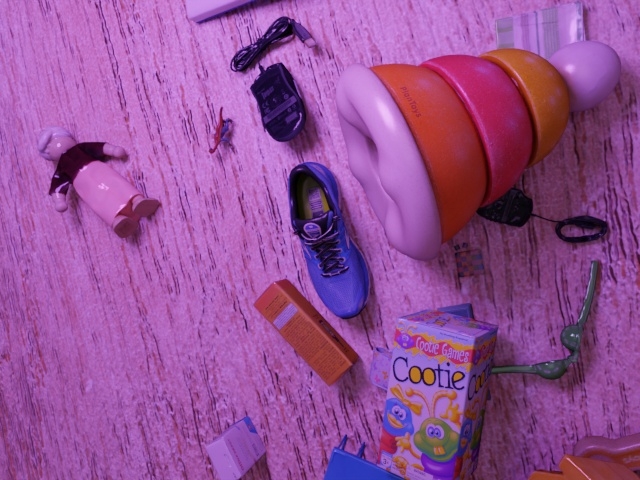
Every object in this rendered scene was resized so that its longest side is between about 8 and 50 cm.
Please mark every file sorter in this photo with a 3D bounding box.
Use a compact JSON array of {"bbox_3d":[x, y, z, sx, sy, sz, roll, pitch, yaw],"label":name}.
[{"bbox_3d":[0.100,0.476,0.952,0.171,0.104,0.118,18,96,16],"label":"file sorter"}]

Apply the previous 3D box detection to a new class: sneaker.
[{"bbox_3d":[0.000,0.000,0.956,0.130,0.147,0.329,-20,86,16],"label":"sneaker"}]

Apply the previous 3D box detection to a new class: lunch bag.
[{"bbox_3d":[0.138,0.257,0.966,0.083,0.053,0.070,13,95,41],"label":"lunch bag"}]

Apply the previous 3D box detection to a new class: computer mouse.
[{"bbox_3d":[-0.067,-0.339,1.021,0.184,0.060,0.261,-36,69,18],"label":"computer mouse"},{"bbox_3d":[0.401,-0.049,0.899,0.242,0.041,0.071,18,104,9],"label":"computer mouse"}]

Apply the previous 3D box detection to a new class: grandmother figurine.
[{"bbox_3d":[-0.552,-0.151,1.147,0.342,0.104,0.208,42,74,15],"label":"grandmother figurine"}]

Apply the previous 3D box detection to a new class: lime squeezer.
[{"bbox_3d":[0.427,0.181,0.886,0.310,0.059,0.110,-46,52,9],"label":"lime squeezer"}]

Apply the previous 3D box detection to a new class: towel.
[{"bbox_3d":[0.407,-0.373,0.897,0.152,0.023,0.113,-5,88,16],"label":"towel"}]

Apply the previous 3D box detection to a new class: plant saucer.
[{"bbox_3d":[0.280,0.222,0.943,0.067,0.018,0.191,-12,86,16],"label":"plant saucer"}]

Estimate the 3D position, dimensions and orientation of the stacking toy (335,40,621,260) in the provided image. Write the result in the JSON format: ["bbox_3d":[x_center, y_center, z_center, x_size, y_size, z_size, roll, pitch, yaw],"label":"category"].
[{"bbox_3d":[0.294,-0.202,0.826,0.481,0.350,0.350,-23,84,-2],"label":"stacking toy"}]

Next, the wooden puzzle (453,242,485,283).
[{"bbox_3d":[0.291,0.044,0.943,0.050,0.006,0.083,-9,88,16],"label":"wooden puzzle"}]

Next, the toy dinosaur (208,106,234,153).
[{"bbox_3d":[-0.228,-0.234,1.064,0.047,0.090,0.082,12,62,31],"label":"toy dinosaur"}]

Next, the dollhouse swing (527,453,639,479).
[{"bbox_3d":[0.520,0.563,0.816,0.315,0.305,0.346,46,124,48],"label":"dollhouse swing"}]

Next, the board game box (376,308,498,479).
[{"bbox_3d":[0.214,0.280,0.874,0.142,0.144,0.274,10,96,35],"label":"board game box"}]

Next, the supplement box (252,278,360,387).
[{"bbox_3d":[-0.028,0.187,1.002,0.233,0.078,0.080,43,102,12],"label":"supplement box"}]

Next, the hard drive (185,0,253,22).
[{"bbox_3d":[-0.157,-0.614,1.021,0.319,0.040,0.210,-6,89,27],"label":"hard drive"}]

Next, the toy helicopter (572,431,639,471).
[{"bbox_3d":[0.617,0.351,0.809,0.355,0.140,0.234,-28,92,25],"label":"toy helicopter"}]

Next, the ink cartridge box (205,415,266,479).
[{"bbox_3d":[-0.178,0.442,1.023,0.052,0.122,0.088,-31,82,14],"label":"ink cartridge box"}]
